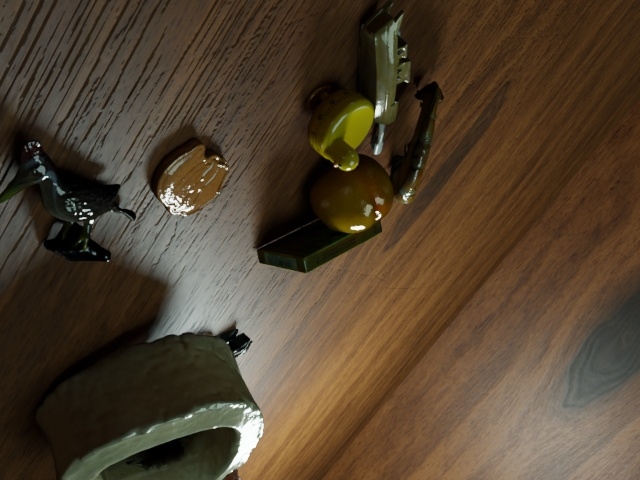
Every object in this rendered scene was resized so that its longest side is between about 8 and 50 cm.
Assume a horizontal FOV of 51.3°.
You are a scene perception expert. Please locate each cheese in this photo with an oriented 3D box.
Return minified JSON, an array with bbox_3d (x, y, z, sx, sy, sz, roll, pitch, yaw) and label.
[{"bbox_3d":[-0.266,0.303,1.054,0.332,0.153,0.292,-5,137,-32],"label":"cheese"}]

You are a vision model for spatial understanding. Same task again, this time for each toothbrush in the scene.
[{"bbox_3d":[0.105,-0.231,1.075,0.022,0.026,0.263,-21,150,-17],"label":"toothbrush"}]

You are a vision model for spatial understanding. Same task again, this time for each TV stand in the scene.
[{"bbox_3d":[-0.224,0.213,1.206,0.249,0.042,0.036,-13,143,-53],"label":"TV stand"}]

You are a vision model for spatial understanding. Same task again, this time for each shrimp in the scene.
[{"bbox_3d":[0.167,-0.173,1.194,0.290,0.054,0.223,-43,148,-88],"label":"shrimp"}]

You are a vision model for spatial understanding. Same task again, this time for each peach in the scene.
[{"bbox_3d":[0.055,-0.077,1.111,0.138,0.138,0.138,-38,156,-21],"label":"peach"}]

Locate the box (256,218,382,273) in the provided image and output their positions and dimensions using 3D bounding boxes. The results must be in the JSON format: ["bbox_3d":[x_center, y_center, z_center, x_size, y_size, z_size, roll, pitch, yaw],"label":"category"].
[{"bbox_3d":[0.000,0.000,1.159,0.193,0.121,0.030,-26,115,-39],"label":"box"}]

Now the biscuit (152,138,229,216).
[{"bbox_3d":[-0.166,-0.077,0.862,0.102,0.019,0.130,-45,158,-2],"label":"biscuit"}]

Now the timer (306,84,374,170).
[{"bbox_3d":[0.036,-0.160,0.961,0.107,0.109,0.107,-38,156,-21],"label":"timer"}]

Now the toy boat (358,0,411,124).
[{"bbox_3d":[0.098,-0.251,0.972,0.072,0.064,0.206,-27,150,-16],"label":"toy boat"}]

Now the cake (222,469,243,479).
[{"bbox_3d":[-0.302,0.565,1.302,0.293,0.306,0.314,-20,146,-50],"label":"cake"}]

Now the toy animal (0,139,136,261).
[{"bbox_3d":[-0.266,-0.043,0.708,0.105,0.070,0.202,-54,158,-18],"label":"toy animal"}]
